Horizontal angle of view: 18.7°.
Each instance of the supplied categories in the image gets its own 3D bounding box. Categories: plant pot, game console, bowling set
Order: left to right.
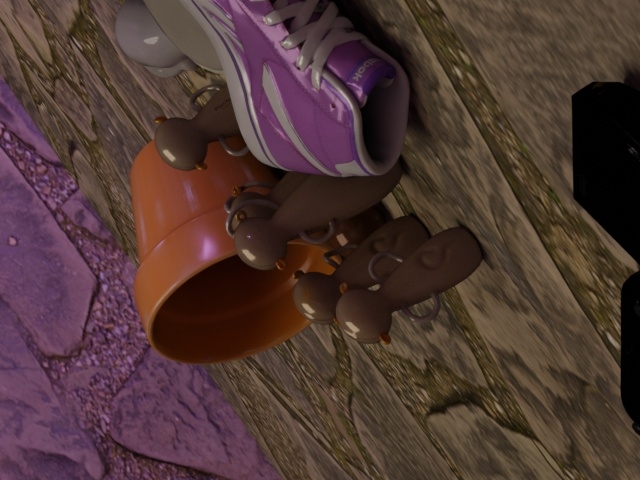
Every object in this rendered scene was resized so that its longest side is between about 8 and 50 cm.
[{"bbox_3d":[-0.104,-0.010,1.940,0.205,0.205,0.188,77,170,-59],"label":"plant pot"},{"bbox_3d":[0.000,0.000,1.624,0.287,0.154,0.200,50,166,26],"label":"bowling set"},{"bbox_3d":[0.234,0.062,1.170,0.213,0.044,0.361,49,166,29],"label":"game console"}]

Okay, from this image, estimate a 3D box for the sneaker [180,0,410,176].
[{"bbox_3d":[-0.015,-0.170,1.431,0.161,0.102,0.282,15,139,49],"label":"sneaker"}]

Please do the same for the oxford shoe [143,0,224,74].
[{"bbox_3d":[-0.170,-0.300,1.468,0.169,0.130,0.449,13,140,40],"label":"oxford shoe"}]

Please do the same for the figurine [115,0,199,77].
[{"bbox_3d":[-0.138,-0.237,1.709,0.215,0.092,0.209,60,163,-22],"label":"figurine"}]
